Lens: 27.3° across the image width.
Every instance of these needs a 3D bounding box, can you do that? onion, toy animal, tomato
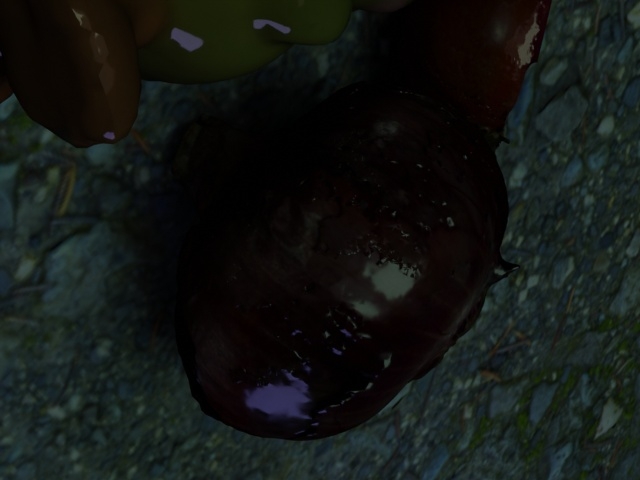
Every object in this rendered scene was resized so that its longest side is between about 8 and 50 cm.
[{"bbox_3d":[0.000,0.000,0.837,0.252,0.219,0.252,-51,172,-9],"label":"onion"},{"bbox_3d":[-0.054,-0.184,0.671,0.338,0.216,0.191,-31,120,-39],"label":"toy animal"},{"bbox_3d":[0.102,-0.149,0.922,0.189,0.099,0.173,107,-2,-72],"label":"tomato"}]
